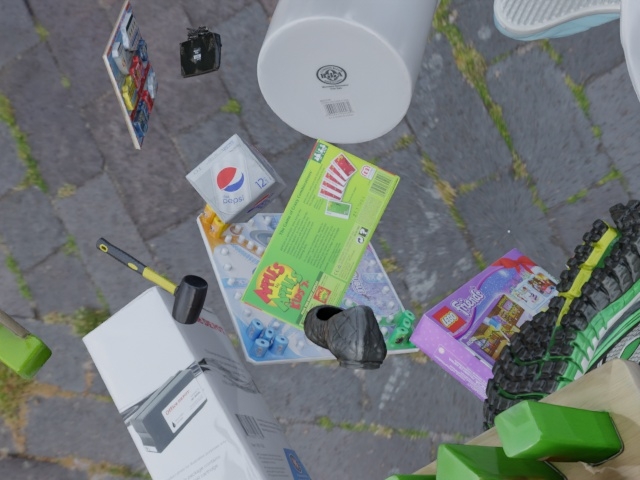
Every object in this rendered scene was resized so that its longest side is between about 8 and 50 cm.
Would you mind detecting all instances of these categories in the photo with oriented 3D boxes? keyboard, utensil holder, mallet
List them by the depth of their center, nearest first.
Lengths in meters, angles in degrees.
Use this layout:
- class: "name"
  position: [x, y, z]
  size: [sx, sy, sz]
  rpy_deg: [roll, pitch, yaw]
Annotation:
- class: "mallet"
  position: [-0.235, 0.054, 1.193]
  size: [0.189, 0.039, 0.062]
  rpy_deg: [22, 111, 25]
- class: "keyboard"
  position: [-0.231, -0.380, 1.747]
  size: [0.038, 0.192, 0.100]
  rpy_deg: [-5, 98, -31]
- class: "utensil holder"
  position: [0.064, -0.435, 1.761]
  size: [0.327, 0.328, 0.386]
  rpy_deg: [6, 48, 12]

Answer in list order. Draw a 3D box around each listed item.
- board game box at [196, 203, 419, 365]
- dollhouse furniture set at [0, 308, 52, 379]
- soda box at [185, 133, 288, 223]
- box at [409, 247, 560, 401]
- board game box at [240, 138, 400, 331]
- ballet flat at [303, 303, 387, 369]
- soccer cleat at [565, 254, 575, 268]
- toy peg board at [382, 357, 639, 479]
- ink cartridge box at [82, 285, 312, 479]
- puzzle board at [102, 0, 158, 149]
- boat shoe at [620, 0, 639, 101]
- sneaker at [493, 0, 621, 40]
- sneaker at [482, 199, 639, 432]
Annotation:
- class: "board game box"
  position: [-0.019, 0.071, 1.789]
  size: [0.390, 0.389, 0.050]
  rpy_deg: [65, 143, 37]
- class: "dollhouse furniture set"
  position: [-0.407, 0.145, 0.728]
  size: [0.197, 0.151, 0.302]
  rpy_deg: [32, 71, 14]
- class: "soda box"
  position: [-0.120, -0.090, 1.343]
  size: [0.098, 0.286, 0.091]
  rpy_deg: [-40, 90, 3]
- class: "box"
  position: [0.289, 0.133, 1.273]
  size: [0.201, 0.293, 0.057]
  rpy_deg: [39, 128, 20]
- class: "board game box"
  position: [0.000, 0.000, 0.889]
  size: [0.092, 0.043, 0.181]
  rpy_deg: [25, 85, 1]
- class: "ballet flat"
  position: [0.022, 0.068, 0.710]
  size: [0.057, 0.173, 0.049]
  rpy_deg: [4, 92, -11]
- class: "soccer cleat"
  position: [0.558, 0.058, 1.639]
  size: [0.095, 0.248, 0.083]
  rpy_deg: [-39, 52, 32]
- class: "toy peg board"
  position: [0.084, 0.154, 0.373]
  size: [0.161, 0.079, 0.161]
  rpy_deg: [-41, 51, 34]
- class: "ink cartridge box"
  position: [-0.199, 0.301, 1.493]
  size: [0.166, 0.285, 0.395]
  rpy_deg: [-34, 69, 4]
- class: "puzzle board"
  position: [-0.176, -0.160, 0.831]
  size: [0.011, 0.128, 0.096]
  rpy_deg: [-9, 127, 5]
- class: "boat shoe"
  position: [0.278, -0.121, 0.630]
  size: [0.096, 0.088, 0.268]
  rpy_deg: [-14, 118, 24]
- class: "sneaker"
  position: [0.476, -0.434, 1.516]
  size: [0.365, 0.150, 0.135]
  rpy_deg: [-8, 92, 6]
- class: "sneaker"
  position: [0.313, 0.131, 0.986]
  size: [0.146, 0.134, 0.344]
  rpy_deg: [37, 89, -15]
